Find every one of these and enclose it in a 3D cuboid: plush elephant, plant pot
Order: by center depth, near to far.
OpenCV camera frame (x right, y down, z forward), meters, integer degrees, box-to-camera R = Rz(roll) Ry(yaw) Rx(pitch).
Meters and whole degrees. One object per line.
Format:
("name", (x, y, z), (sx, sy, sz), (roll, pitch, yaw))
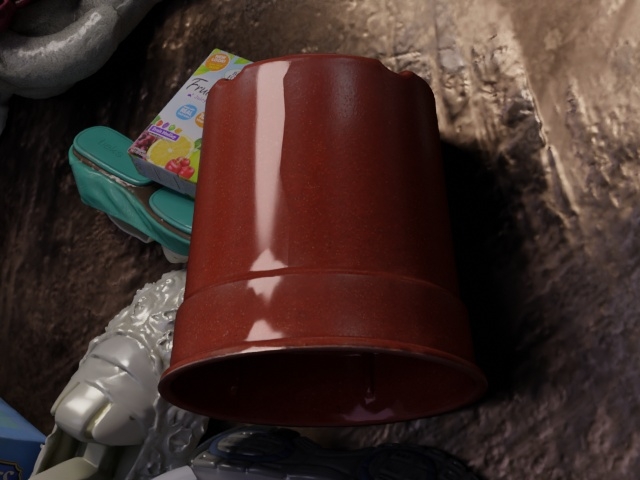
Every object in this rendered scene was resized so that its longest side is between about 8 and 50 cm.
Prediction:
("plant pot", (0.000, 0.000, 1.537), (0.272, 0.272, 0.265), (-13, 68, 32))
("plush elephant", (-0.347, -0.244, 1.793), (0.272, 0.255, 0.330), (44, 107, 30))

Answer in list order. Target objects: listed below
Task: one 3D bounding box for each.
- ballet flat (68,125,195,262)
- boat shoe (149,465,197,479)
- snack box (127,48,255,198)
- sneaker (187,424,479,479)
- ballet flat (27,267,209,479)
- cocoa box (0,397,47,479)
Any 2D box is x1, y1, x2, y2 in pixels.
("ballet flat", (-0.148, -0.029, 1.742), (0.247, 0.083, 0.087), (30, 140, 36))
("boat shoe", (-0.166, 0.285, 1.654), (0.226, 0.083, 0.076), (-30, 42, -4))
("snack box", (-0.099, -0.108, 1.702), (0.100, 0.037, 0.141), (24, 65, 33))
("sneaker", (0.025, 0.244, 1.579), (0.297, 0.111, 0.129), (8, 111, 31))
("ballet flat", (-0.214, 0.214, 1.711), (0.147, 0.147, 0.409), (31, 99, 33))
("cocoa box", (-0.488, 0.203, 1.826), (0.347, 0.231, 0.228), (33, 100, 36))
